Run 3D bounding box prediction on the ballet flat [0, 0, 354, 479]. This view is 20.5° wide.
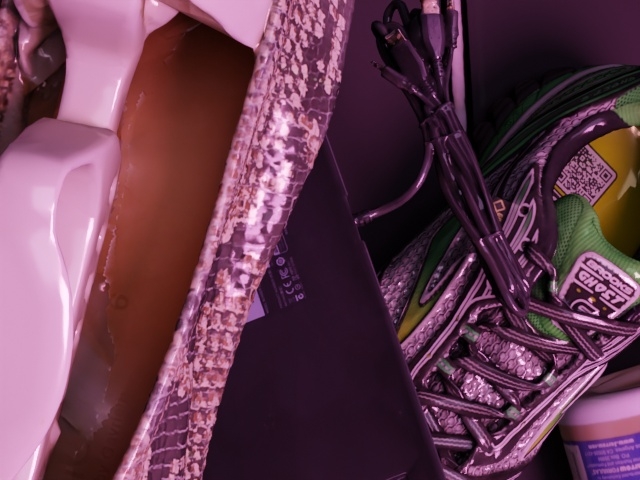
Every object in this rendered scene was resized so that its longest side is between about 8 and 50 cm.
[{"bbox_3d":[-0.092,-0.030,0.767,0.164,0.182,0.483,11,82,15],"label":"ballet flat"}]

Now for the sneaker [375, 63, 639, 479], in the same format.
[{"bbox_3d":[0.084,0.040,0.887,0.134,0.146,0.343,37,75,-13],"label":"sneaker"}]

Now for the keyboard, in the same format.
[{"bbox_3d":[0.000,0.000,0.848,0.201,0.033,0.317,-22,75,10],"label":"keyboard"}]

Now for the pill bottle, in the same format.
[{"bbox_3d":[0.201,0.159,0.936,0.112,0.112,0.186,-16,90,-21],"label":"pill bottle"}]
